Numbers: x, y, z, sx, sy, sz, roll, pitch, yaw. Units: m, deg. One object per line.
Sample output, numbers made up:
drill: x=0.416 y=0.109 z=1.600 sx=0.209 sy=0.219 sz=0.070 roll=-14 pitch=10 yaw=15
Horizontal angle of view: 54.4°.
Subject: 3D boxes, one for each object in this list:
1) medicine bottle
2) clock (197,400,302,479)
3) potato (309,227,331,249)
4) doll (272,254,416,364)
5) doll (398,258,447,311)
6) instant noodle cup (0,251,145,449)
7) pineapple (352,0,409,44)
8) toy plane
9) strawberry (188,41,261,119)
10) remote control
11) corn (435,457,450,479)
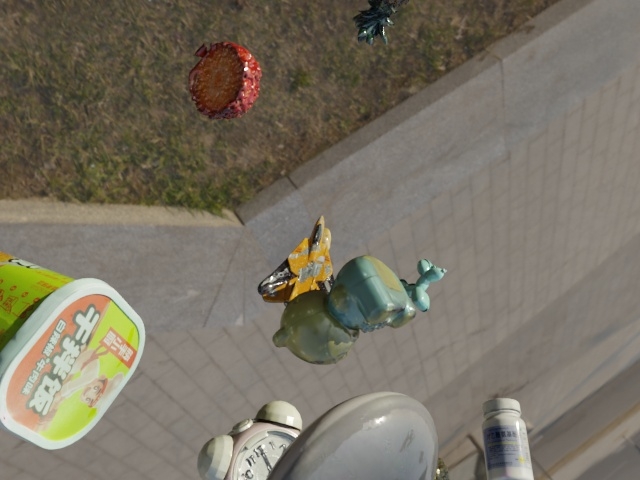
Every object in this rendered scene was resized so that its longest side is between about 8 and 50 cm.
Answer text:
medicine bottle: x=0.431 y=0.472 z=1.449 sx=0.102 sy=0.187 sz=0.103 roll=2 pitch=147 yaw=1
clock: x=-0.165 y=0.678 z=1.838 sx=0.342 sy=0.326 sz=0.184 roll=-27 pitch=-177 yaw=-35
potato: x=0.000 y=0.000 z=1.869 sx=0.062 sy=0.083 sz=0.068 roll=-26 pitch=129 yaw=37
doll: x=0.037 y=0.150 z=1.261 sx=0.260 sy=0.162 sz=0.177 roll=-37 pitch=156 yaw=19
doll: x=0.258 y=0.118 z=1.648 sx=0.159 sy=0.159 sz=0.059 roll=-18 pitch=127 yaw=40
instant noodle cup: x=-0.517 y=0.159 z=1.071 sx=0.294 sy=0.307 sz=0.294 roll=-44 pitch=145 yaw=-42
pineapple: x=0.136 y=-0.470 z=1.188 sx=0.083 sy=0.103 sz=0.221 roll=19 pitch=148 yaw=-14
toy plane: x=-0.028 y=0.055 z=1.535 sx=0.204 sy=0.316 sz=0.103 roll=17 pitch=127 yaw=-4
strawberry: x=-0.167 y=-0.279 z=1.110 sx=0.145 sy=0.145 sz=0.086 roll=-48 pitch=160 yaw=12
remote control: x=0.013 y=0.294 z=0.602 sx=0.221 sy=0.103 sz=0.332 roll=-1 pitch=112 yaw=-44
corn: x=0.280 y=0.633 z=1.509 sx=0.086 sy=0.086 sz=0.288 roll=-22 pitch=117 yaw=-21
